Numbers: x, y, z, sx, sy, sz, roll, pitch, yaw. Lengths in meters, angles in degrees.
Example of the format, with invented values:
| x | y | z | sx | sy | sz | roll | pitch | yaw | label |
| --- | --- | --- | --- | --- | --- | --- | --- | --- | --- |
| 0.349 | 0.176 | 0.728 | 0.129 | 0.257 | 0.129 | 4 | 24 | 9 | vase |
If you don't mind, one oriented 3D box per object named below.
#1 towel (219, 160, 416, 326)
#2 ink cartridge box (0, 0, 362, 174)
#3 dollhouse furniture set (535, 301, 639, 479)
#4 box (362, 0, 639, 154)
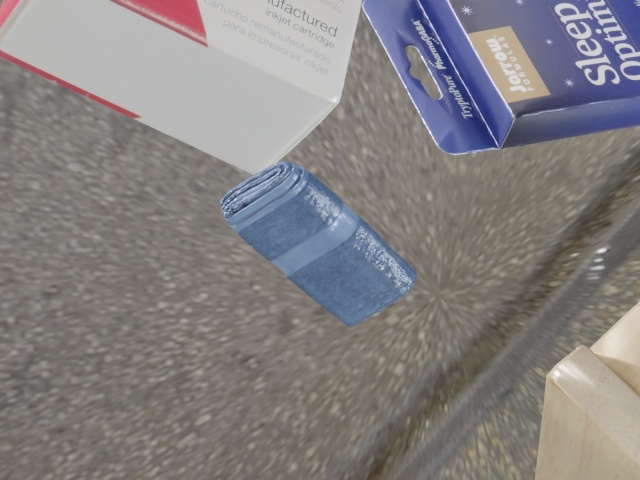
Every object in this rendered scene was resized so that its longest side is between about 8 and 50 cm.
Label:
| x | y | z | sx | sy | sz | roll | pitch | yaw | label |
| --- | --- | --- | --- | --- | --- | --- | --- | --- | --- |
| 0.000 | 0.000 | 1.060 | 0.067 | 0.029 | 0.119 | -29 | 121 | 35 | towel |
| -0.101 | -0.298 | 1.561 | 0.279 | 0.160 | 0.384 | 24 | 57 | -18 | ink cartridge box |
| 0.229 | 0.118 | 0.454 | 0.198 | 0.286 | 0.303 | -39 | 68 | -13 | dollhouse furniture set |
| 0.152 | -0.126 | 1.073 | 0.225 | 0.036 | 0.136 | -11 | 56 | -22 | box |
